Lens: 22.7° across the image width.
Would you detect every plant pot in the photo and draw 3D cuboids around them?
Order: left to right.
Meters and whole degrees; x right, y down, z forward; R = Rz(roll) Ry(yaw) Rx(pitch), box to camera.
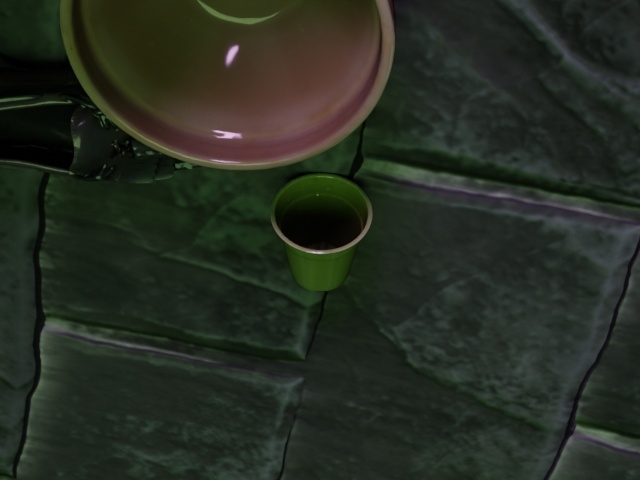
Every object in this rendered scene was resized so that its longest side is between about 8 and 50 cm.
[{"bbox_3d":[-0.061,-0.176,1.151,0.237,0.109,0.237,3,132,4],"label":"plant pot"},{"bbox_3d":[0.000,0.000,1.324,0.083,0.083,0.079,5,144,2],"label":"plant pot"}]

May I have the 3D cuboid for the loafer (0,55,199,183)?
[{"bbox_3d":[-0.208,-0.085,1.254,0.303,0.095,0.109,6,131,1],"label":"loafer"}]
